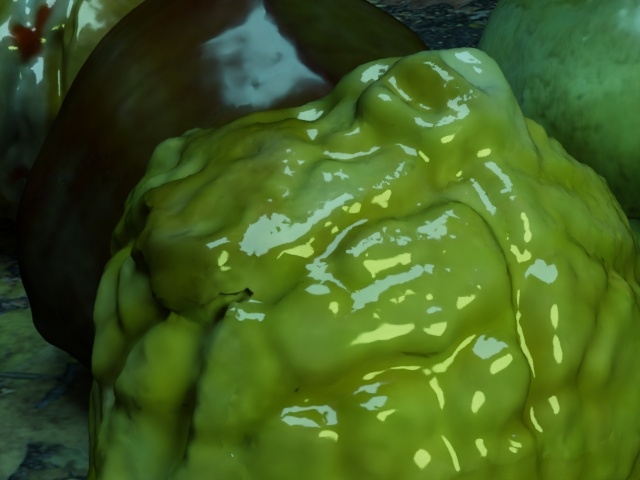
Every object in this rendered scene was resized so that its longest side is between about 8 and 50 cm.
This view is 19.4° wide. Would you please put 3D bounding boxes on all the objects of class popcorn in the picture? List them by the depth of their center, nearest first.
[{"bbox_3d":[0.036,0.082,1.087,0.354,0.344,0.390,15,58,-10],"label":"popcorn"}]

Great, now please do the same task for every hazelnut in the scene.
[{"bbox_3d":[-0.057,-0.040,1.440,0.365,0.366,0.366,-3,24,1],"label":"hazelnut"}]

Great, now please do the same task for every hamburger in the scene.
[{"bbox_3d":[-0.214,-0.139,1.737,0.236,0.276,0.276,2,24,8],"label":"hamburger"}]

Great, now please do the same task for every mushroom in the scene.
[{"bbox_3d":[0.276,-0.097,1.402,0.352,0.260,0.352,4,8,-1],"label":"mushroom"}]
